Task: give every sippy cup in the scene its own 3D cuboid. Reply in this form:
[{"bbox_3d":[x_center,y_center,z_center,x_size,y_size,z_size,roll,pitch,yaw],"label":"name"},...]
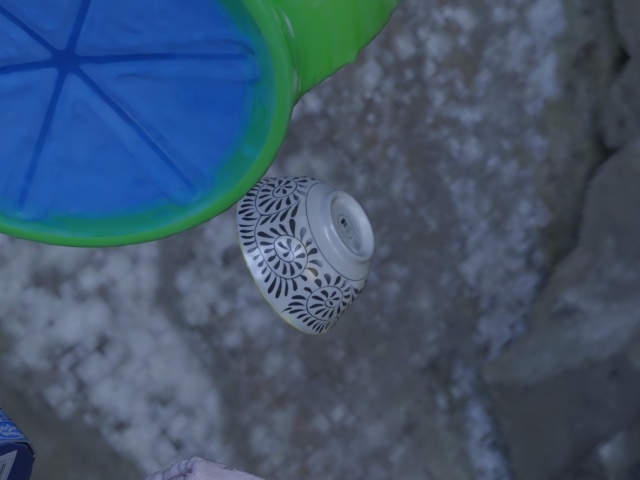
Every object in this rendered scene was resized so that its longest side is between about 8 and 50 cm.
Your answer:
[{"bbox_3d":[-0.121,-0.154,0.978,0.305,0.224,0.240,20,133,-15],"label":"sippy cup"}]

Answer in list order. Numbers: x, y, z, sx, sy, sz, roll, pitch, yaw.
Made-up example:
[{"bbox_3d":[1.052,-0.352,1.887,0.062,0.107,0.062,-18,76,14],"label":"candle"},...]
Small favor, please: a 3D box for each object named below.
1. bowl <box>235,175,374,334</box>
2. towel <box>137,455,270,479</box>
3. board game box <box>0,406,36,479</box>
[{"bbox_3d":[0.000,0.000,1.798,0.080,0.170,0.170,-26,102,30],"label":"bowl"},{"bbox_3d":[-0.047,0.279,1.494,0.317,0.053,0.332,24,151,-23],"label":"towel"},{"bbox_3d":[-0.252,0.053,0.801,0.194,0.194,0.060,44,128,26],"label":"board game box"}]
